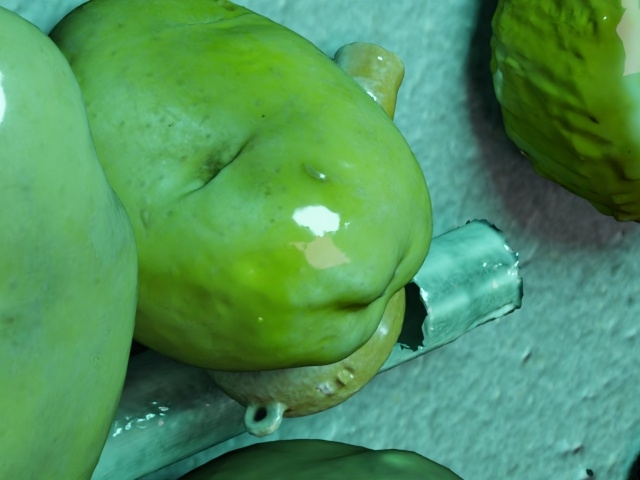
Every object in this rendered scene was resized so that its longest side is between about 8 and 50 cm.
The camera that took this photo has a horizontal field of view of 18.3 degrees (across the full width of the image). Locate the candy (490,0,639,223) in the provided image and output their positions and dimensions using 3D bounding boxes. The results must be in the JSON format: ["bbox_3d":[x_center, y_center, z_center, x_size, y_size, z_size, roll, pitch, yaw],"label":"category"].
[{"bbox_3d":[0.209,-0.133,1.099,0.260,0.118,0.260,-27,133,-32],"label":"candy"}]

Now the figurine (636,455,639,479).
[{"bbox_3d":[0.250,0.126,1.295,0.075,0.068,0.140,-2,116,-43],"label":"figurine"}]

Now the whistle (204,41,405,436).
[{"bbox_3d":[0.000,0.000,0.982,0.057,0.107,0.220,48,49,-47],"label":"whistle"}]

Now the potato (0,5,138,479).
[{"bbox_3d":[-0.200,0.045,0.770,0.243,0.221,0.326,-6,115,-43],"label":"potato"}]

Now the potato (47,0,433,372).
[{"bbox_3d":[-0.050,-0.026,0.890,0.154,0.200,0.137,-55,160,8],"label":"potato"}]

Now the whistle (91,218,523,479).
[{"bbox_3d":[-0.027,0.063,1.034,0.312,0.062,0.062,-21,122,-31],"label":"whistle"}]

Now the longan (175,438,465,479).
[{"bbox_3d":[-0.004,0.216,0.988,0.258,0.258,0.258,-17,120,-34],"label":"longan"}]
